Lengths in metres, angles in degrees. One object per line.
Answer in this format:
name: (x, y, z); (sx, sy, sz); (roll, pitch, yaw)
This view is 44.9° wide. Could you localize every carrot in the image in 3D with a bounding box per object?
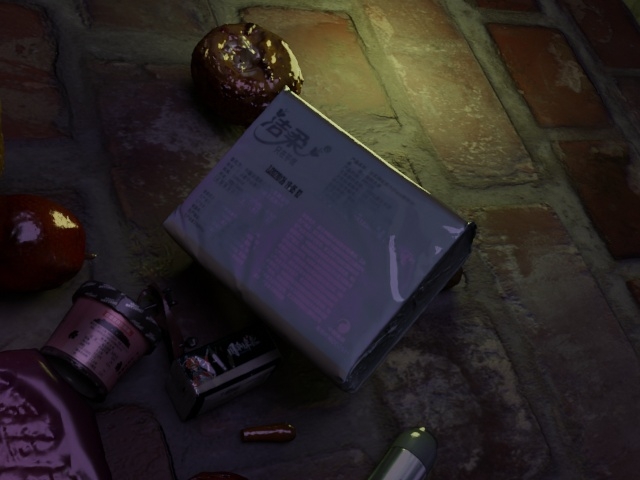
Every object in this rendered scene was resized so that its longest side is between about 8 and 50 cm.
carrot: (-0.085, 0.319, 1.281); (0.093, 0.032, 0.032); (2, 58, -21)

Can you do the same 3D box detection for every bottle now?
bottle: (0.117, 0.420, 1.294); (0.253, 0.079, 0.096); (-44, 123, -41)

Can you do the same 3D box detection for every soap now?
soap: (-0.407, 0.312, 1.047); (0.220, 0.127, 0.325); (-7, 63, -30)

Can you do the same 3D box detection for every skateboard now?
skateboard: (-0.268, 0.141, 1.291); (0.080, 0.067, 0.151); (-19, 63, -26)

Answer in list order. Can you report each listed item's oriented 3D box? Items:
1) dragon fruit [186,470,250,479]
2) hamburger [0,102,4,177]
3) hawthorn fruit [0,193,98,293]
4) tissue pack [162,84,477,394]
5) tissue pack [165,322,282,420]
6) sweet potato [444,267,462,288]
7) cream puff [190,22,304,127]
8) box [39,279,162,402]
dragon fruit: (-0.150, 0.412, 1.081); (0.172, 0.209, 0.172); (52, 9, -11)
hamburger: (-0.575, -0.121, 1.145); (0.144, 0.283, 0.259); (35, 52, 8)
hawthorn fruit: (-0.458, 0.013, 1.207); (0.173, 0.179, 0.174); (-7, 60, 13)
tissue pack: (0.000, 0.000, 1.293); (0.405, 0.205, 0.332); (39, 85, 21)
tissue pack: (-0.158, 0.213, 1.265); (0.170, 0.103, 0.090); (-18, 63, -37)
sweet potato: (0.194, 0.062, 1.593); (0.233, 0.062, 0.081); (-1, 61, -26)
cream puff: (-0.153, -0.340, 1.613); (0.239, 0.164, 0.240); (5, 54, -7)
box: (-0.340, 0.158, 1.179); (0.151, 0.151, 0.135); (35, 57, -3)
